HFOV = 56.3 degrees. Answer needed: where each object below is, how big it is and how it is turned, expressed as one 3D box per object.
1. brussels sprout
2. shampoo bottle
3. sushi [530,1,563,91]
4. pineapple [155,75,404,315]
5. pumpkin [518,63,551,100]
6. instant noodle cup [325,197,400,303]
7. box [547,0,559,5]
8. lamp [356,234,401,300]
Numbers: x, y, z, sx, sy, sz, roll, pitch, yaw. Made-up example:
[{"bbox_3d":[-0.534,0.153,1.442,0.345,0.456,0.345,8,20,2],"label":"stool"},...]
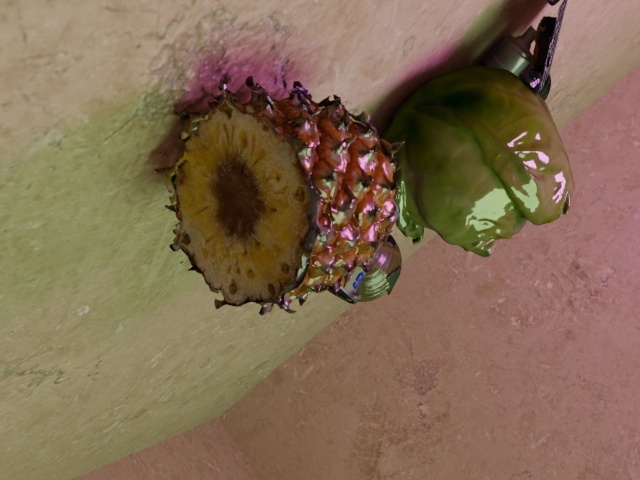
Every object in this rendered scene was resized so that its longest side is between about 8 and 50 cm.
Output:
[{"bbox_3d":[0.323,-0.189,1.323,0.425,0.343,0.361,-24,129,6],"label":"brussels sprout"},{"bbox_3d":[0.405,-0.385,1.440,0.092,0.092,0.303,-15,153,-53],"label":"shampoo bottle"},{"bbox_3d":[0.490,-0.434,1.310,0.279,0.043,0.193,-48,148,-53],"label":"sushi"},{"bbox_3d":[-0.045,-0.077,0.913,0.352,0.352,0.300,-49,168,35],"label":"pineapple"},{"bbox_3d":[0.535,-0.405,1.601,0.167,0.125,0.167,-28,162,-10],"label":"pumpkin"},{"bbox_3d":[0.010,-0.040,1.226,0.214,0.296,0.296,-54,166,-8],"label":"instant noodle cup"},{"bbox_3d":[0.466,-0.534,1.195,0.084,0.069,0.122,-46,162,22],"label":"box"},{"bbox_3d":[0.119,0.055,1.809,0.250,0.250,0.284,-37,156,-3],"label":"lamp"}]
